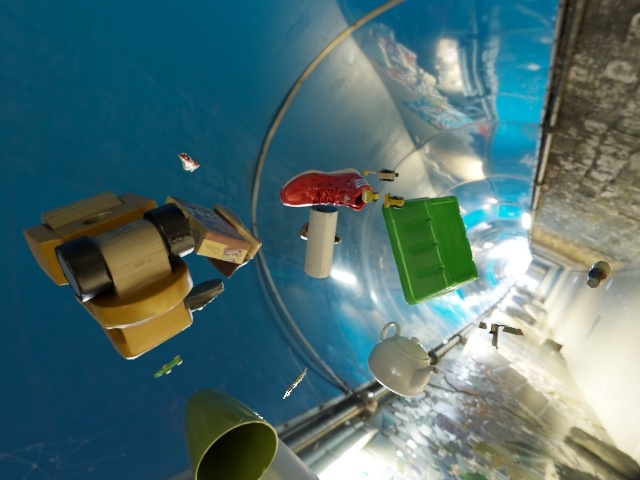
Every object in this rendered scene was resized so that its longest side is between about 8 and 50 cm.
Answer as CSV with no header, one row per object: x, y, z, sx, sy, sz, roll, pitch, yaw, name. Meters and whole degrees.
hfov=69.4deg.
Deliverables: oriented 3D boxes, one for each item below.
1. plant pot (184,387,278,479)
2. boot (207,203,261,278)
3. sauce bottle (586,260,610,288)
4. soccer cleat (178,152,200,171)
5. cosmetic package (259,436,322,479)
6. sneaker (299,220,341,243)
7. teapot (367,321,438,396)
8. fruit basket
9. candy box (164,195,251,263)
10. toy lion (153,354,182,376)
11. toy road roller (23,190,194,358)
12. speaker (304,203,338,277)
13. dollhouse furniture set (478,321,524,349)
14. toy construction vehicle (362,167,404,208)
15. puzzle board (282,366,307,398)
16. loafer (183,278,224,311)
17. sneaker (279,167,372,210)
-0.329,0.623,1.514,0.274,0.293,0.275,-14,-64,-31,plant pot
-0.377,0.005,1.805,0.207,0.248,0.090,-42,9,10,boot
0.677,0.084,1.129,0.128,0.042,0.042,-18,-48,-49,sauce bottle
-0.334,-0.194,1.158,0.035,0.029,0.083,-42,-12,6,soccer cleat
-0.141,0.871,1.656,0.196,0.365,0.155,26,-86,-54,cosmetic package
0.006,-0.022,1.539,0.188,0.071,0.066,4,-74,-59,sneaker
0.309,0.439,1.725,0.187,0.255,0.252,-64,-18,11,teapot
0.345,0.032,1.648,0.282,0.392,0.393,-10,-53,-35,fruit basket
-0.238,-0.024,0.942,0.109,0.186,0.053,19,-80,-47,candy box
-0.614,0.507,1.842,0.096,0.034,0.100,-30,4,37,toy lion
-0.363,0.060,0.840,0.202,0.329,0.241,-28,-58,-34,toy road roller
0.000,0.000,0.893,0.055,0.055,0.136,-25,-54,-54,speaker
0.551,0.300,1.411,0.114,0.090,0.081,178,99,-72,dollhouse furniture set
0.142,-0.119,1.035,0.035,0.098,0.086,-40,-49,-55,toy construction vehicle
-0.080,0.456,1.471,0.096,0.011,0.128,-44,-13,-27,puzzle board
-0.468,0.224,1.686,0.267,0.096,0.084,-23,-65,0,loafer
0.022,-0.116,1.102,0.221,0.128,0.087,-18,-58,-18,sneaker
